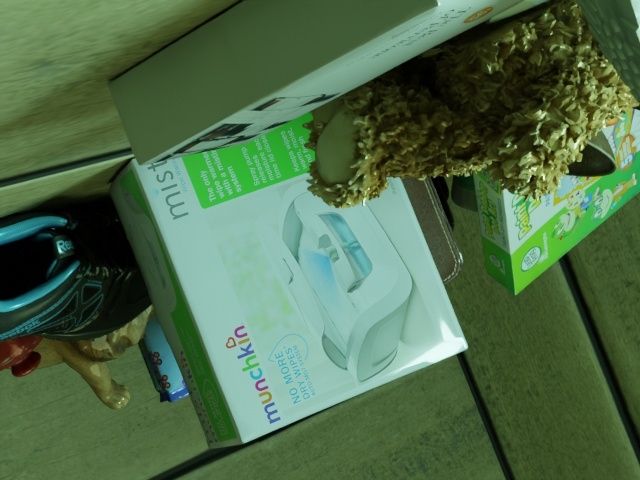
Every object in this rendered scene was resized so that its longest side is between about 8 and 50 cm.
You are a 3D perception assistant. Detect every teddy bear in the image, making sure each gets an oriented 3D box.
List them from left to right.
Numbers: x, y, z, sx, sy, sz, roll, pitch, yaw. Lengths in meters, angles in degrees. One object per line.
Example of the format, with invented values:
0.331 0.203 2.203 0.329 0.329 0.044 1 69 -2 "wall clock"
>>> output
0.143 -0.106 0.967 0.338 0.113 0.245 -25 -160 -7 "teddy bear"

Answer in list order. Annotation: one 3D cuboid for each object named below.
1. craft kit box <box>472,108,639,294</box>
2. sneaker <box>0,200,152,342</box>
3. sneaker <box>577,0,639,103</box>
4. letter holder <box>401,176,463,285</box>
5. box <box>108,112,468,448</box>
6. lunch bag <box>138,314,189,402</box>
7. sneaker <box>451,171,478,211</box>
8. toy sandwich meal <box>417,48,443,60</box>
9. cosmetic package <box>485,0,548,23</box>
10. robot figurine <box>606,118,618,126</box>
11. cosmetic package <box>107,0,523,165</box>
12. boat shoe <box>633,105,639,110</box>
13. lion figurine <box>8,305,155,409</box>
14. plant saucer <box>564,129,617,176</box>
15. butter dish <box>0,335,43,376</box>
0.278 -0.094 1.552 0.247 0.061 0.250 -36 144 -14 "craft kit box"
-0.234 0.029 1.290 0.140 0.125 0.341 -30 175 42 "sneaker"
0.193 -0.141 0.752 0.095 0.090 0.235 -34 149 -1 "sneaker"
0.000 0.000 1.586 0.302 0.214 0.152 -22 178 11 "letter holder"
-0.034 0.024 1.261 0.231 0.262 0.127 -20 177 -21 "box"
-0.101 0.051 1.779 0.293 0.221 0.138 -21 178 -13 "lunch bag"
0.207 -0.137 1.698 0.108 0.121 0.302 5 -158 1 "sneaker"
0.087 -0.151 1.146 0.086 0.029 0.085 -21 178 -1 "toy sandwich meal"
0.127 -0.172 0.868 0.060 0.041 0.115 -22 178 2 "cosmetic package"
0.188 -0.133 1.315 0.128 0.158 0.219 -45 172 14 "robot figurine"
-0.005 -0.113 0.802 0.239 0.060 0.099 -23 178 40 "cosmetic package"
0.227 -0.135 1.101 0.080 0.076 0.228 -18 -153 -35 "boat shoe"
-0.358 0.105 1.623 0.392 0.142 0.240 -15 142 -1 "lion figurine"
0.150 -0.100 1.147 0.199 0.036 0.198 16 175 2 "plant saucer"
-0.334 0.090 1.453 0.160 0.118 0.160 -22 -158 24 "butter dish"
